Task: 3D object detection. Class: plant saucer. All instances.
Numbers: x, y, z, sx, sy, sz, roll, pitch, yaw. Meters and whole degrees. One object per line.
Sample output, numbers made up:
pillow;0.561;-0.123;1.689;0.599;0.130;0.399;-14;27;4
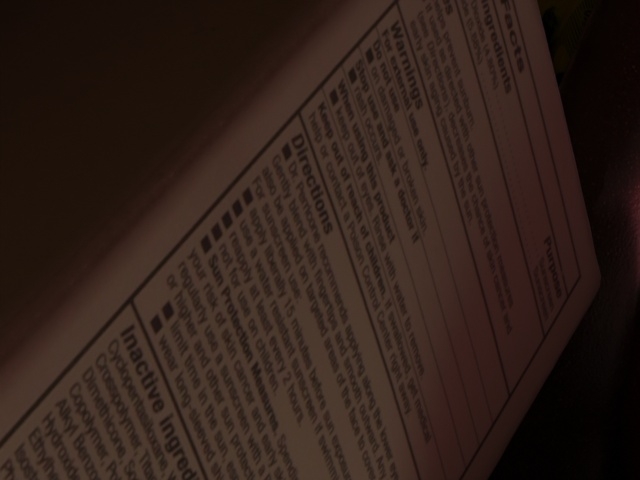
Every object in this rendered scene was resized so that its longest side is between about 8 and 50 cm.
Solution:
plant saucer;0.144;0.007;0.821;0.310;0.050;0.310;-47;146;-46

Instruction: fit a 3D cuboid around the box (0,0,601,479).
box;-0.053;0.037;0.431;0.311;0.121;0.148;-50;131;-47

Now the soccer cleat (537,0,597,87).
soccer cleat;0.120;-0.128;0.819;0.121;0.093;0.289;-74;169;-56
